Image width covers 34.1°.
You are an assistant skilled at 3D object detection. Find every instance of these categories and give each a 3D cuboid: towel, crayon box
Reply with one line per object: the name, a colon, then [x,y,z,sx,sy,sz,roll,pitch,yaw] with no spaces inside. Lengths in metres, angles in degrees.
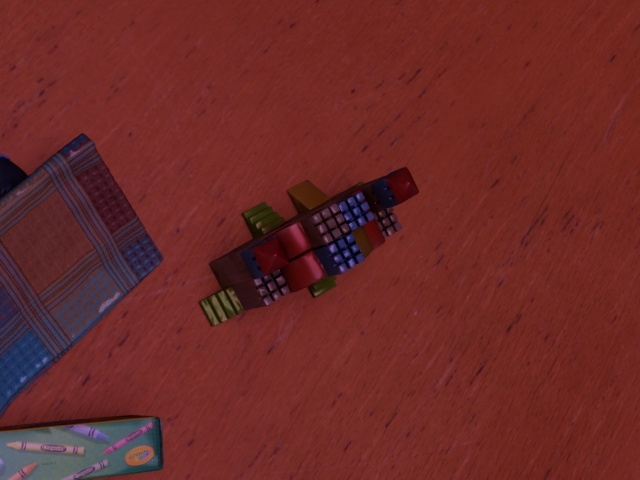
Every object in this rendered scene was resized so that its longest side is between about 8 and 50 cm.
towel: [-0.421,0.053,1.556,0.370,0.040,0.271,-45,130,-24]
crayon box: [-0.387,0.307,1.525,0.279,0.165,0.081,-1,83,-26]

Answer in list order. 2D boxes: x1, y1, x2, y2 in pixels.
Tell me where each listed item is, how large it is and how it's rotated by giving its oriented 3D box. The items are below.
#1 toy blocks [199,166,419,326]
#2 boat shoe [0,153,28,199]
toy blocks: [0.000,0.000,1.705,0.381,0.261,0.190,-29,95,-26]
boat shoe: [-0.516,-0.012,1.545,0.089,0.109,0.258,35,71,-12]
